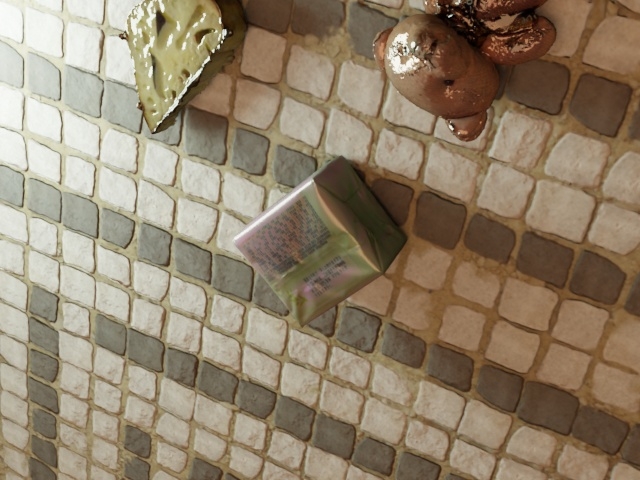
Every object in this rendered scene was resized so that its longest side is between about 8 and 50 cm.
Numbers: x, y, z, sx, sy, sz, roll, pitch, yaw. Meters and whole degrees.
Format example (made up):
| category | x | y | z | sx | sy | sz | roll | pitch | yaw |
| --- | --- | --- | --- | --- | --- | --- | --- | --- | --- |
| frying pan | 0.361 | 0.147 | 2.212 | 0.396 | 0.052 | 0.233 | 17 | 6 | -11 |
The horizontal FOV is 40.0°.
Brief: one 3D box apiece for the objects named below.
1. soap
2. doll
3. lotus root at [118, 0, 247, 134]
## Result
| category | x | y | z | sx | sy | sz | roll | pitch | yaw |
| --- | --- | --- | --- | --- | --- | --- | --- | --- | --- |
| soap | 0.000 | 0.000 | 1.371 | 0.199 | 0.138 | 0.182 | -35 | 97 | 35 |
| doll | 0.195 | -0.288 | 1.121 | 0.201 | 0.156 | 0.303 | 41 | 122 | 11 |
| lotus root | -0.227 | -0.302 | 1.375 | 0.261 | 0.074 | 0.170 | -34 | 96 | 37 |
